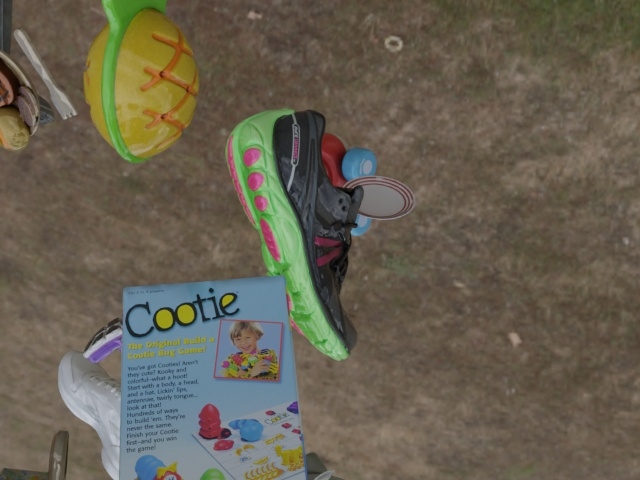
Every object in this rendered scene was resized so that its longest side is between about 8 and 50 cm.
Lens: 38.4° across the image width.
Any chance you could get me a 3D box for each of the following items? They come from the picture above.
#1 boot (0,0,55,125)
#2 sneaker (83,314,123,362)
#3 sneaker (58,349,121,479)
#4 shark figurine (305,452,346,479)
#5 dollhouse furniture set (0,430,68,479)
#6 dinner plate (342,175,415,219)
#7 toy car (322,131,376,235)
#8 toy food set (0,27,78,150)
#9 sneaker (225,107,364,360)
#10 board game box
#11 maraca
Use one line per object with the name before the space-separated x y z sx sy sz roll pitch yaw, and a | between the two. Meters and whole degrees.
boot | -0.452 -0.279 1.303 0.076 0.209 0.189 -13 167 18
sneaker | -0.222 0.124 1.186 0.169 0.071 0.068 -21 -170 -7
sneaker | -0.364 0.297 1.669 0.152 0.305 0.114 -53 151 19
shark figurine | 0.015 0.389 1.431 0.278 0.116 0.166 23 116 -33
dollhouse furniture set | -0.303 0.188 0.654 0.212 0.242 0.161 6 109 -9
dinner plate | 0.107 -0.077 1.715 0.141 0.141 0.017 10 126 5
toy car | -0.047 -0.107 1.859 0.219 0.211 0.237 19 -159 40
toy food set | -0.382 -0.167 1.081 0.192 0.038 0.132 -13 114 41
sneaker | 0.000 0.000 1.561 0.185 0.202 0.483 34 145 54
board game box | -0.085 0.184 0.755 0.144 0.275 0.142 -4 143 -5
maraca | -0.162 -0.161 0.827 0.099 0.127 0.186 8 116 13
